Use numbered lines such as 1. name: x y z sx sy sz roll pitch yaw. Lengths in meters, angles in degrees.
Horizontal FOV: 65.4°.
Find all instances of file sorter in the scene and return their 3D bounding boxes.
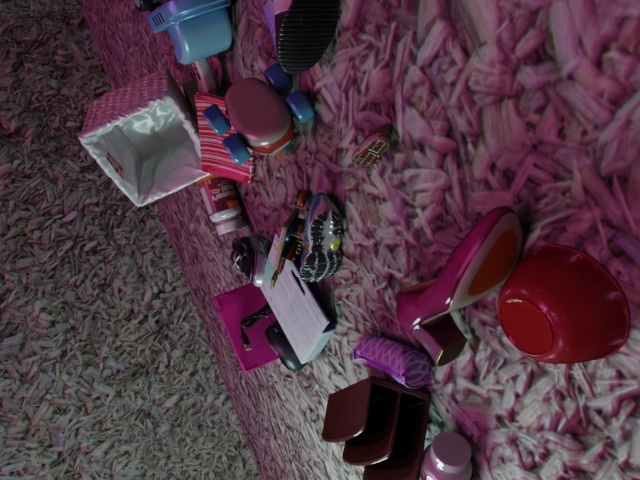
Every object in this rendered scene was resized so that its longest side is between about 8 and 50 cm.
1. file sorter: -0.260 0.320 1.856 0.290 0.202 0.182 66 157 7

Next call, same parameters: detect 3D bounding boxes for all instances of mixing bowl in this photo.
1. mixing bowl: 0.324 0.105 0.715 0.181 0.098 0.181 40 140 45

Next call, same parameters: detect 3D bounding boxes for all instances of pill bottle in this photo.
1. pill bottle: 0.269 0.502 1.084 0.108 0.108 0.180 42 142 43
2. pill bottle: -0.355 -0.139 1.798 0.121 0.121 0.221 -14 96 63

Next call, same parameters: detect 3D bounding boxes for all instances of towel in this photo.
1. towel: -0.298 -0.313 1.557 0.199 0.031 0.274 17 131 14

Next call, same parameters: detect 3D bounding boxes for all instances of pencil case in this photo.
1. pencil case: 0.162 0.275 1.150 0.206 0.088 0.086 3 100 60

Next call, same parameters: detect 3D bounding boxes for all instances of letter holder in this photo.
1. letter holder: 0.114 0.473 1.194 0.302 0.152 0.214 126 161 -59

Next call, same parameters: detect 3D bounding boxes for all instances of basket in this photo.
1. basket: -0.569 -0.356 1.695 0.328 0.332 0.266 62 -174 -45

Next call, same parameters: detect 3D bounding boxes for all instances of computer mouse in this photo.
1. computer mouse: -0.168 0.343 1.705 0.261 0.184 0.060 60 172 18

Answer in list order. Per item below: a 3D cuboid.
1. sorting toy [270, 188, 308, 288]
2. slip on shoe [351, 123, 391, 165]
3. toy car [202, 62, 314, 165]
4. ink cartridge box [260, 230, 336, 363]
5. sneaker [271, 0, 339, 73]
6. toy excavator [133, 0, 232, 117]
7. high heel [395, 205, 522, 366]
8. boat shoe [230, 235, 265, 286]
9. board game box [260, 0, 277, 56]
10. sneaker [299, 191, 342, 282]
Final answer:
1. sorting toy: -0.078 0.008 1.335 0.047 0.132 0.274 19 117 5
2. slip on shoe: 0.102 -0.189 0.996 0.135 0.052 0.041 136 151 -70
3. toy car: -0.130 -0.271 1.258 0.210 0.219 0.238 55 179 26
4. ink cartridge box: -0.071 0.178 1.546 0.324 0.072 0.330 59 148 22
5. sneaker: -0.040 -0.502 0.972 0.146 0.123 0.330 53 142 43
6. toy excavator: -0.371 -0.575 1.460 0.433 0.223 0.444 24 137 57
7. high heel: 0.212 0.053 0.872 0.181 0.127 0.377 57 147 38
8. boat shoe: -0.248 0.062 1.662 0.301 0.102 0.108 -119 37 -61
9. board game box: -0.081 -0.532 1.099 0.160 0.039 0.211 1 108 62
10. sneaker: 0.000 0.000 1.285 0.109 0.107 0.275 -109 23 -46
